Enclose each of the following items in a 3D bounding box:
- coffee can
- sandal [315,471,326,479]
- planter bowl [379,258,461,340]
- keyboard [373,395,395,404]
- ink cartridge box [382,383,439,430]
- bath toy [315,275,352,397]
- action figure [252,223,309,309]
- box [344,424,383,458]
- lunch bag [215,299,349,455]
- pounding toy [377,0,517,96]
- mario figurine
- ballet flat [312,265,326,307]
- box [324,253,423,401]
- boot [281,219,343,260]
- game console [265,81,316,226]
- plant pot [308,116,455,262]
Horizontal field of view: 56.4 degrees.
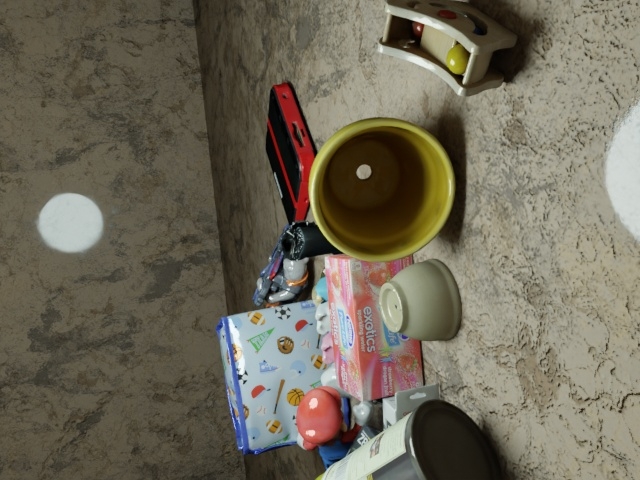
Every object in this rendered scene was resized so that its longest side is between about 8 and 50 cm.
[{"bbox_3d":[0.153,0.438,1.068,0.275,0.202,0.201,-47,49,35],"label":"coffee can"},{"bbox_3d":[0.044,0.871,1.785,0.138,0.126,0.317,-177,79,-66],"label":"sandal"},{"bbox_3d":[0.181,0.121,1.151,0.162,0.109,0.162,174,90,-70],"label":"planter bowl"},{"bbox_3d":[0.130,0.350,1.406,0.192,0.038,0.100,3,133,50],"label":"keyboard"},{"bbox_3d":[0.188,0.376,1.228,0.060,0.104,0.180,-155,60,-68],"label":"ink cartridge box"},{"bbox_3d":[0.068,0.234,1.481,0.129,0.152,0.348,-64,-24,-57],"label":"bath toy"},{"bbox_3d":[-0.103,0.123,1.936,0.330,0.179,0.341,117,175,-55],"label":"action figure"},{"bbox_3d":[0.130,0.632,1.275,0.318,0.097,0.395,-64,24,1],"label":"box"},{"bbox_3d":[-0.112,0.396,1.736,0.239,0.328,0.385,126,131,-68],"label":"lunch bag"},{"bbox_3d":[0.184,-0.347,0.910,0.269,0.154,0.154,-119,29,-45],"label":"pounding toy"},{"bbox_3d":[0.038,0.473,1.516,0.170,0.198,0.320,40,157,50],"label":"mario figurine"},{"bbox_3d":[0.020,0.112,1.572,0.206,0.073,0.067,-83,9,-66],"label":"ballet flat"},{"bbox_3d":[0.115,0.175,1.291,0.142,0.154,0.299,-177,82,-69],"label":"box"},{"bbox_3d":[0.000,0.000,1.463,0.246,0.207,0.094,152,109,-70],"label":"boot"},{"bbox_3d":[-0.099,-0.265,1.889,0.342,0.060,0.386,103,154,-56],"label":"game console"},{"bbox_3d":[0.098,-0.112,1.133,0.239,0.254,0.253,-110,18,-73],"label":"plant pot"}]
